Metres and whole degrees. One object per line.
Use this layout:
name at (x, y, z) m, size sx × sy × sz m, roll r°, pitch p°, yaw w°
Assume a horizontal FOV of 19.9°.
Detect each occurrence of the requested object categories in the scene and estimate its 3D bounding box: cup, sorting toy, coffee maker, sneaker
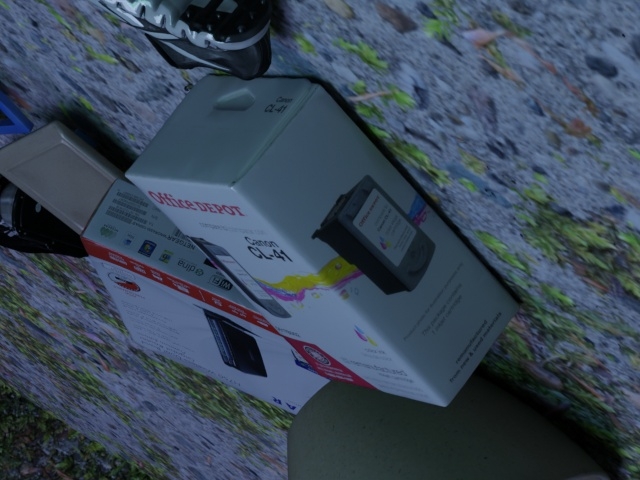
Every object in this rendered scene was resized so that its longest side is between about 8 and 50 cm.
cup at (0.097, 0.253, 1.882) m, size 0.237 × 0.331 × 0.331 m, roll 54°, pitch 170°, yaw 25°
sorting toy at (-0.275, -0.071, 2.121) m, size 0.348 × 0.047 × 0.196 m, roll 40°, pitch 150°, yaw -24°
coffee maker at (-0.341, -0.026, 2.298) m, size 0.171 × 0.120 × 0.178 m, roll 45°, pitch 162°, yaw -23°
sneaker at (-0.132, -0.194, 1.515) m, size 0.234 × 0.078 × 0.106 m, roll 27°, pitch 158°, yaw 25°

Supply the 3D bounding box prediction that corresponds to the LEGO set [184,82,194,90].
LEGO set at (-0.110, -0.124, 1.759) m, size 0.054 × 0.023 × 0.083 m, roll 35°, pitch 150°, yaw 2°

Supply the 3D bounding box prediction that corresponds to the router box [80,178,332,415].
router box at (-0.077, 0.088, 2.041) m, size 0.335 × 0.082 × 0.301 m, roll 22°, pitch 159°, yaw 17°

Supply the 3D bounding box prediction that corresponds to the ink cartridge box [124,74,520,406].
ink cartridge box at (0.000, 0.000, 1.663) m, size 0.306 × 0.131 × 0.226 m, roll 45°, pitch 162°, yaw -26°
